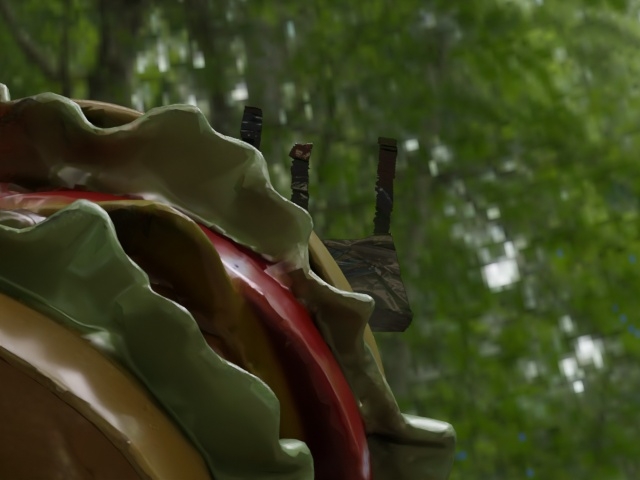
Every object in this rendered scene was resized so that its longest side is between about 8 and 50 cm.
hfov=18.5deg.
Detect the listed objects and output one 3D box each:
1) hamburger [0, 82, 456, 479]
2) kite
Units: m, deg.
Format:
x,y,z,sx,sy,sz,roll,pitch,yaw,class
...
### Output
x,y,z,sx,sy,sz,roll,pitch,yaw,class
-0.098,0.084,0.609,0.274,0.212,0.274,6,-69,15,hamburger
0.000,-0.002,1.318,0.169,0.015,0.310,8,-27,-6,kite
